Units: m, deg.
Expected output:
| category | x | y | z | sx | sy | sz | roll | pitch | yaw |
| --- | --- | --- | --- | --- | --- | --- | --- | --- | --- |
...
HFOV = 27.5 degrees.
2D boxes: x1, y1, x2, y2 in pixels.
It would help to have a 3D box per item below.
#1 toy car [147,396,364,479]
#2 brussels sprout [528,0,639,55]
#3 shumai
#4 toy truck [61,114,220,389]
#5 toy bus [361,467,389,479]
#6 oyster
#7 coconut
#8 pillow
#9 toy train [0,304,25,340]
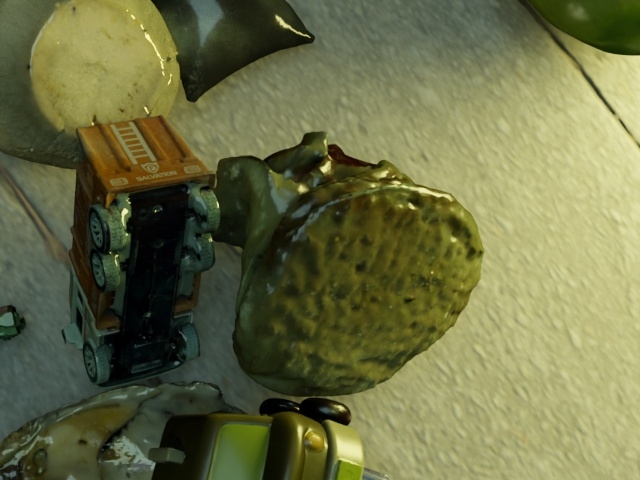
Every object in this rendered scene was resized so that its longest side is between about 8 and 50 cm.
| category | x | y | z | sx | sy | sz | roll | pitch | yaw |
| --- | --- | --- | --- | --- | --- | --- | --- | --- | --- |
| toy car | -0.092 | 0.251 | 1.405 | 0.198 | 0.248 | 0.204 | 22 | 71 | -28 |
| brussels sprout | 0.388 | -0.386 | 1.579 | 0.344 | 0.268 | 0.344 | 1 | 74 | -3 |
| shumai | 0.000 | 0.000 | 1.556 | 0.330 | 0.288 | 0.292 | -2 | 112 | -33 |
| toy truck | -0.215 | 0.015 | 1.475 | 0.136 | 0.305 | 0.162 | -12 | 46 | -26 |
| toy bus | -0.013 | 0.396 | 1.512 | 0.125 | 0.133 | 0.292 | 19 | 81 | -1 |
| oyster | -0.228 | 0.266 | 1.535 | 0.271 | 0.100 | 0.275 | 38 | 62 | 2 |
| coconut | -0.298 | -0.201 | 1.535 | 0.245 | 0.247 | 0.245 | -5 | 101 | -27 |
| pillow | -0.143 | -0.312 | 1.618 | 0.186 | 0.106 | 0.250 | -31 | 87 | -14 |
| toy train | -0.427 | 0.110 | 1.558 | 0.148 | 0.071 | 0.038 | -12 | 83 | -5 |
